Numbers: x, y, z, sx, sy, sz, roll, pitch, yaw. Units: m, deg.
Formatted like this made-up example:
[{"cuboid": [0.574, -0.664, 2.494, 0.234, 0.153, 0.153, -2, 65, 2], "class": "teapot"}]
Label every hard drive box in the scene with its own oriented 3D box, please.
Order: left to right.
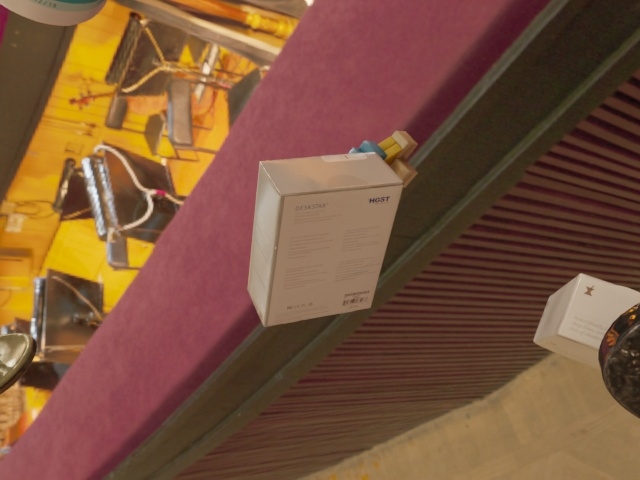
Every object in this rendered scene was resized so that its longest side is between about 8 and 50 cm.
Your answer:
[{"cuboid": [0.000, 0.000, 0.835, 0.089, 0.181, 0.232, -123, 34, -44], "class": "hard drive box"}]

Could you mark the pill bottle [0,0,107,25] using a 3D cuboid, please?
[{"cuboid": [-0.220, -0.330, 0.517, 0.264, 0.146, 0.146, -32, 61, 44], "class": "pill bottle"}]

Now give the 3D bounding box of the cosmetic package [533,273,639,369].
[{"cuboid": [0.364, 0.116, 0.767, 0.117, 0.231, 0.085, 20, 84, 17], "class": "cosmetic package"}]

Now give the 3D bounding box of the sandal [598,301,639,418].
[{"cuboid": [0.490, 0.184, 0.564, 0.446, 0.107, 0.167, 34, 120, 4], "class": "sandal"}]

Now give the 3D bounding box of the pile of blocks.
[{"cuboid": [0.059, -0.090, 1.140, 0.362, 0.149, 0.112, -36, 67, -7], "class": "pile of blocks"}]

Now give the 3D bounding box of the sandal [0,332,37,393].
[{"cuboid": [-0.589, 0.181, 0.865, 0.120, 0.303, 0.086, -100, 12, -45], "class": "sandal"}]
